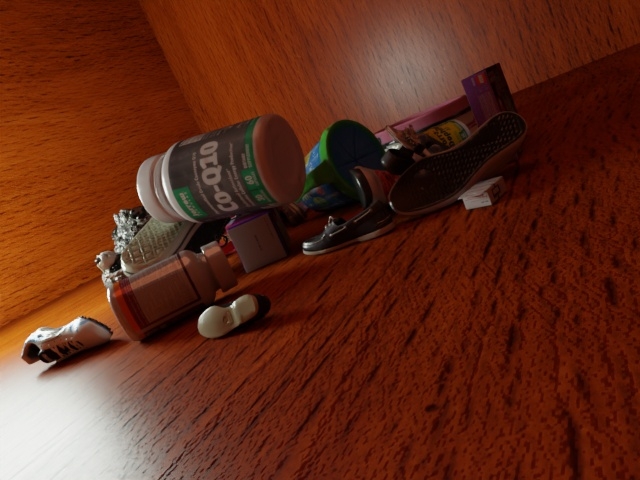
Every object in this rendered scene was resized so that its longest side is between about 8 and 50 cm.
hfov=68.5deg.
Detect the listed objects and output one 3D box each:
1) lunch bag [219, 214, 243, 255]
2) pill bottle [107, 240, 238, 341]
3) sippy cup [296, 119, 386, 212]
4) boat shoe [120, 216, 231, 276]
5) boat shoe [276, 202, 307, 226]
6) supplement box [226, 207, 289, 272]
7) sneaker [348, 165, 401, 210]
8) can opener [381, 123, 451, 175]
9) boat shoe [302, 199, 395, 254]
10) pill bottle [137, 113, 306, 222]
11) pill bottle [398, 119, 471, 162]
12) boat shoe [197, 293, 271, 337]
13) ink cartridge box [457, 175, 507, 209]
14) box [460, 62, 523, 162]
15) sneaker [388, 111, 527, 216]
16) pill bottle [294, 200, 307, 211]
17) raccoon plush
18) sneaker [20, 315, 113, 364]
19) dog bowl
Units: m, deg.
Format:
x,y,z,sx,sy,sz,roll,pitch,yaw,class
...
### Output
x,y,z,sx,sy,sz,roll,pitch,yaw,class
-0.303,-0.031,1.489,0.293,0.120,0.258,-19,31,21,lunch bag
-0.281,0.093,0.912,0.221,0.121,0.121,-27,12,-15,pill bottle
0.042,-0.194,1.362,0.305,0.240,0.224,14,-26,-34,sippy cup
-0.354,-0.034,1.307,0.186,0.156,0.500,5,40,19,boat shoe
-0.115,-0.099,1.472,0.060,0.064,0.178,-47,46,-8,boat shoe
-0.145,-0.015,1.153,0.114,0.111,0.220,-23,11,2,supplement box
0.146,-0.124,0.995,0.145,0.090,0.270,-21,-6,7,sneaker
0.216,-0.175,0.977,0.280,0.074,0.093,4,-48,-46,can opener
0.045,-0.025,0.926,0.206,0.065,0.075,-17,13,31,boat shoe
-0.233,-0.153,1.100,0.361,0.204,0.204,-10,16,25,pill bottle
0.283,-0.226,1.224,0.208,0.118,0.117,-27,12,-17,pill bottle
-0.133,0.116,0.713,0.133,0.049,0.042,-26,-19,29,boat shoe
0.272,-0.077,0.789,0.048,0.028,0.083,-11,17,49,ink cartridge box
0.413,-0.304,1.101,0.057,0.201,0.293,-18,13,31,box
0.270,-0.124,0.921,0.290,0.106,0.123,-31,-23,3,sneaker
-0.206,-0.131,1.660,0.301,0.169,0.169,-20,12,22,pill bottle
-0.521,0.064,1.586,0.446,0.299,0.216,6,-23,-31,raccoon plush
-0.539,0.220,1.003,0.237,0.085,0.086,-15,40,24,sneaker
0.359,-0.362,1.614,0.408,0.150,0.408,-23,11,5,dog bowl
